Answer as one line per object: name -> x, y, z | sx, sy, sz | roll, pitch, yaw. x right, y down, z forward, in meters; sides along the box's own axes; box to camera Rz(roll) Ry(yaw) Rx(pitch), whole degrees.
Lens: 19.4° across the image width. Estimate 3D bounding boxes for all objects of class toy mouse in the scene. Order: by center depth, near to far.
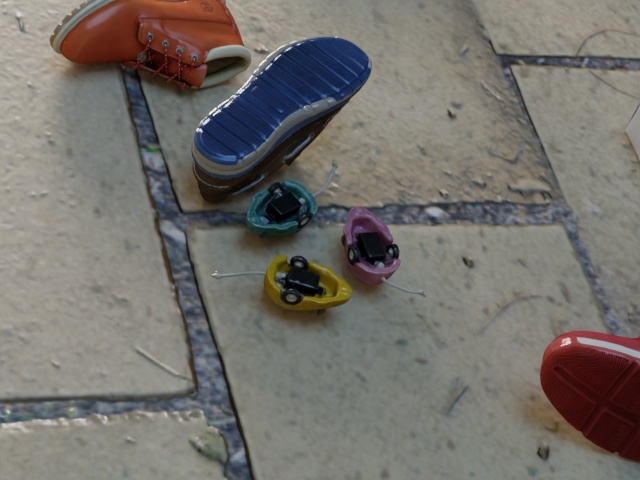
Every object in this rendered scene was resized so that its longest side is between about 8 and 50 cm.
toy mouse -> 0.000, 0.000, 1.373 | 0.161, 0.031, 0.143 | 14, 47, -11

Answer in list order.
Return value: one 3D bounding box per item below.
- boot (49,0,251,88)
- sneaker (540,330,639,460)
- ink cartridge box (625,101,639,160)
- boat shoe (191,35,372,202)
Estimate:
boot -> -0.127, -0.151, 1.442 | 0.158, 0.059, 0.085 | -14, 61, -33
sneaker -> 0.256, 0.095, 1.371 | 0.221, 0.087, 0.128 | 25, 36, -16
ink cartridge box -> 0.328, -0.077, 1.560 | 0.122, 0.052, 0.088 | 0, 50, -23
boat shoe -> -0.034, -0.093, 1.417 | 0.066, 0.066, 0.183 | 41, 53, 19
